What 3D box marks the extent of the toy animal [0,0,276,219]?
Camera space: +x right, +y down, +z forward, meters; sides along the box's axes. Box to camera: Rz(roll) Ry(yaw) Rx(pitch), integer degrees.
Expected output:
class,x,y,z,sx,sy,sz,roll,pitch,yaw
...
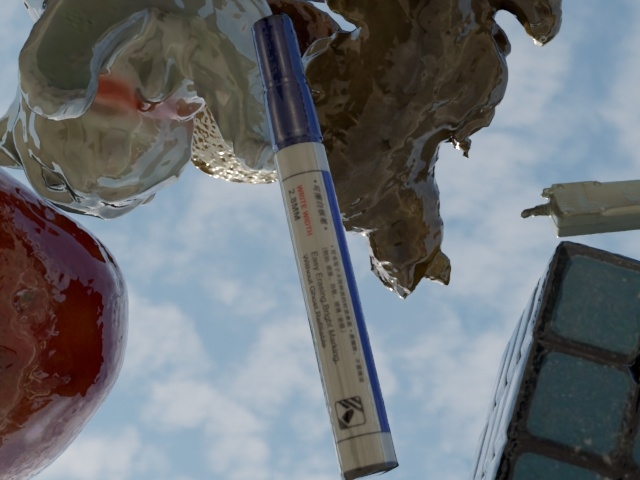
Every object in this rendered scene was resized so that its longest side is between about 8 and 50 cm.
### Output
class,x,y,z,sx,sy,sz,roll,pitch,yaw
toy animal,-0.189,-0.150,0.970,0.188,0.308,0.266,136,-42,-57

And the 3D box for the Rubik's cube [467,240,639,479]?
class,x,y,z,sx,sy,sz,roll,pitch,yaw
Rubik's cube,0.287,0.242,1.291,0.337,0.344,0.344,15,-108,4

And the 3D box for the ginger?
class,x,y,z,sx,sy,sz,roll,pitch,yaw
ginger,0.065,-0.119,1.055,0.166,0.080,0.333,13,-69,-4

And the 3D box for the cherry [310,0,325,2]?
class,x,y,z,sx,sy,sz,roll,pitch,yaw
cherry,0.018,-0.297,1.400,0.195,0.195,0.195,-4,-99,30

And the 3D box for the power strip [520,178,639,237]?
class,x,y,z,sx,sy,sz,roll,pitch,yaw
power strip,0.272,-0.032,1.409,0.191,0.030,0.047,-5,-138,-3

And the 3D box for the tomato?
class,x,y,z,sx,sy,sz,roll,pitch,yaw
tomato,-0.330,0.062,1.336,0.325,0.290,0.293,31,-87,-14

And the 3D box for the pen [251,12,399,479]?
class,x,y,z,sx,sy,sz,roll,pitch,yaw
pen,0.000,0.000,0.665,0.025,0.025,0.204,-20,-107,26

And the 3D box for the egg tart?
class,x,y,z,sx,sy,sz,roll,pitch,yaw
egg tart,-0.055,-0.166,1.616,0.147,0.202,0.203,148,-61,-68
